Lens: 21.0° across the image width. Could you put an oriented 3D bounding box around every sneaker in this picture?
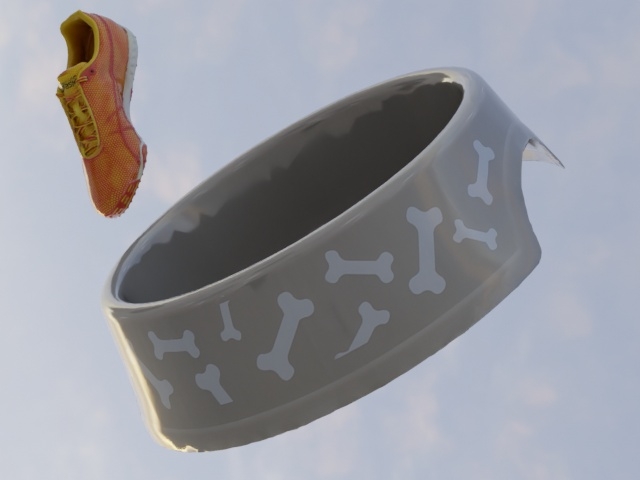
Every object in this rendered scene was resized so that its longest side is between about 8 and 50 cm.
[{"bbox_3d":[-0.176,-0.096,1.334,0.064,0.067,0.175,-32,-123,36],"label":"sneaker"}]

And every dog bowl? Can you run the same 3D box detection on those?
[{"bbox_3d":[0.000,0.000,1.203,0.349,0.349,0.102,-16,-67,41],"label":"dog bowl"}]
